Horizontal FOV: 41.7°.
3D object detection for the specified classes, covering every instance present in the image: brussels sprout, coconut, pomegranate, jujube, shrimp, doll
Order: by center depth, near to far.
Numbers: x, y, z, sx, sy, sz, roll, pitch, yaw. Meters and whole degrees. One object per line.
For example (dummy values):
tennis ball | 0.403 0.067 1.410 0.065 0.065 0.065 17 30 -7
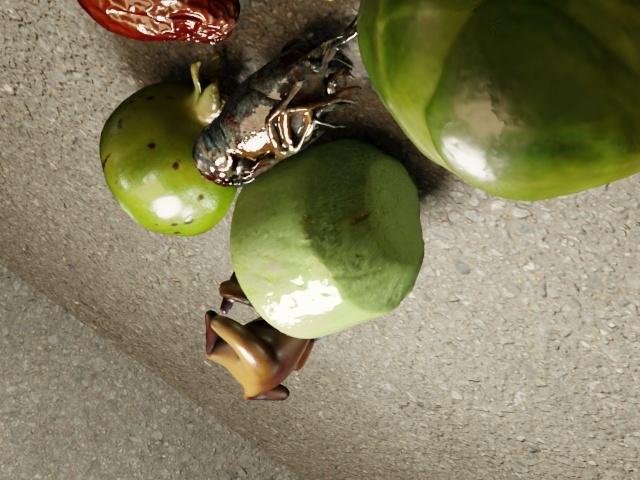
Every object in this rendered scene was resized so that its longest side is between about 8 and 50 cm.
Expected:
brussels sprout | 0.218 -0.193 0.868 0.371 0.315 0.276 28 175 -6
jujube | -0.227 -0.352 1.171 0.236 0.168 0.168 20 153 -12
shrimp | -0.044 -0.210 1.210 0.372 0.172 0.137 -32 126 23
coconut | 0.000 0.000 1.339 0.328 0.281 0.329 13 113 34
pomegranate | -0.229 -0.158 1.380 0.260 0.260 0.341 31 129 0
doll | -0.078 0.118 1.569 0.209 0.340 0.318 25 160 42
